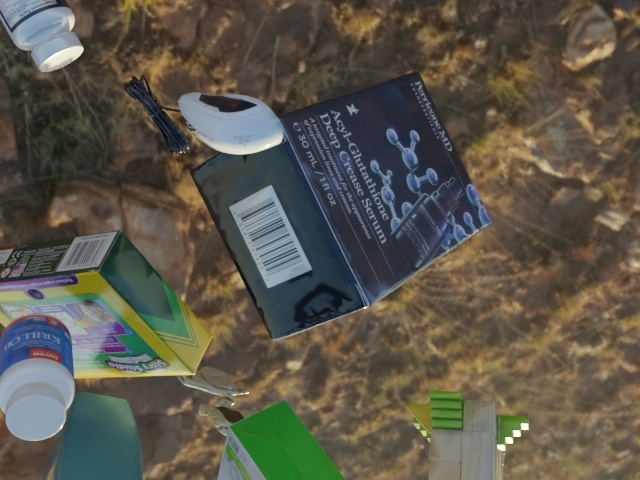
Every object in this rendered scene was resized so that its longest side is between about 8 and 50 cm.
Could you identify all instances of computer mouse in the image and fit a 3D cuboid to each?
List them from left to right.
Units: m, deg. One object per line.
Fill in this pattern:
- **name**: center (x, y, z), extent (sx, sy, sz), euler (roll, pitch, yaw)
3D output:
- **computer mouse**: center (-0.127, -0.128, 0.949), extent (0.042, 0.193, 0.106), euler (-53, 136, -30)

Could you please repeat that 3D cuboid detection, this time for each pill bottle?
- **pill bottle**: center (-0.468, -0.378, 1.416), extent (0.108, 0.193, 0.108), euler (-30, -179, 0)
- **pill bottle**: center (-0.477, 0.229, 1.464), extent (0.124, 0.221, 0.124), euler (-9, 120, -15)

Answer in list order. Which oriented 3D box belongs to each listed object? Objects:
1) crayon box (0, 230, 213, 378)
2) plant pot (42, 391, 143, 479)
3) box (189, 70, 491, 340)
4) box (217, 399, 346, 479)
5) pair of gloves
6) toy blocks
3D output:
- **crayon box**: center (-0.442, 0.136, 1.669), extent (0.363, 0.106, 0.313), euler (-6, 136, 31)
- **plant pot**: center (-0.450, 0.428, 1.714), extent (0.166, 0.234, 0.165), euler (15, 130, -24)
- **box**: center (0.046, -0.065, 1.385), extent (0.212, 0.293, 0.395), euler (-25, -177, 41)
- **box**: center (-0.059, 0.457, 1.501), extent (0.127, 0.262, 0.231), euler (-20, 142, -32)
- **pair of gloves**: center (-0.233, 0.390, 2.101), extent (0.204, 0.240, 0.042), euler (16, 111, -47)
- **toy blocks**: center (0.235, 0.416, 1.401), extent (0.191, 0.260, 0.381), euler (0, 157, 15)
